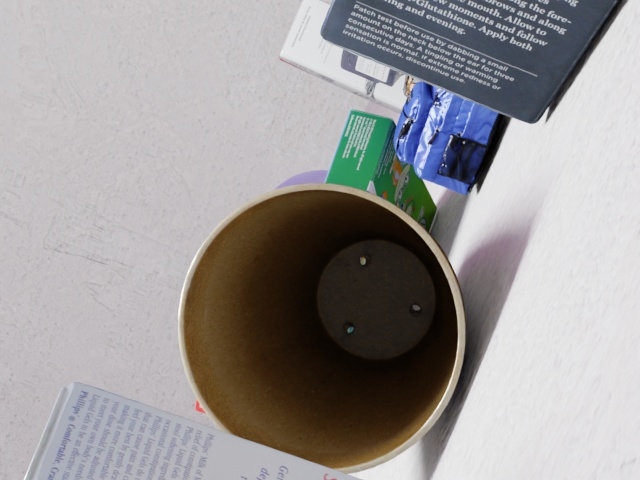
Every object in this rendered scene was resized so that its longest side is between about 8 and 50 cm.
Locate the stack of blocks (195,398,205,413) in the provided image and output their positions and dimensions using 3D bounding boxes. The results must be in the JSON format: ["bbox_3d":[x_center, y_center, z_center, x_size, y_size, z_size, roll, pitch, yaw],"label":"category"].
[{"bbox_3d":[-0.024,0.088,1.746,0.297,0.087,0.171,-19,-60,-66],"label":"stack of blocks"}]

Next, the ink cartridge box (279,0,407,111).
[{"bbox_3d":[0.066,-0.262,2.273,0.172,0.237,0.100,-112,46,-85],"label":"ink cartridge box"}]

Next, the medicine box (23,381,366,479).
[{"bbox_3d":[-0.087,0.269,1.100,0.263,0.289,0.149,115,172,-47],"label":"medicine box"}]

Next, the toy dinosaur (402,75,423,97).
[{"bbox_3d":[0.182,-0.339,2.080,0.322,0.164,0.218,-51,18,-2],"label":"toy dinosaur"}]

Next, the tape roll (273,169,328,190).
[{"bbox_3d":[0.000,0.000,2.122,0.080,0.189,0.189,159,132,-86],"label":"tape roll"}]

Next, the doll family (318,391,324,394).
[{"bbox_3d":[0.019,0.163,1.527,0.076,0.111,0.193,-40,-20,17],"label":"doll family"}]

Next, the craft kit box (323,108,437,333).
[{"bbox_3d":[0.044,0.024,1.682,0.246,0.061,0.250,58,-131,-66],"label":"craft kit box"}]

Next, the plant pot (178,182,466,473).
[{"bbox_3d":[0.024,0.063,1.372,0.254,0.237,0.237,-19,-49,-77],"label":"plant pot"}]

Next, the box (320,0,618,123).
[{"bbox_3d":[0.180,-0.341,1.257,0.395,0.212,0.293,118,173,-56],"label":"box"}]

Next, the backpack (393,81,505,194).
[{"bbox_3d":[0.134,-0.122,1.572,0.098,0.101,0.120,-95,27,-66],"label":"backpack"}]
